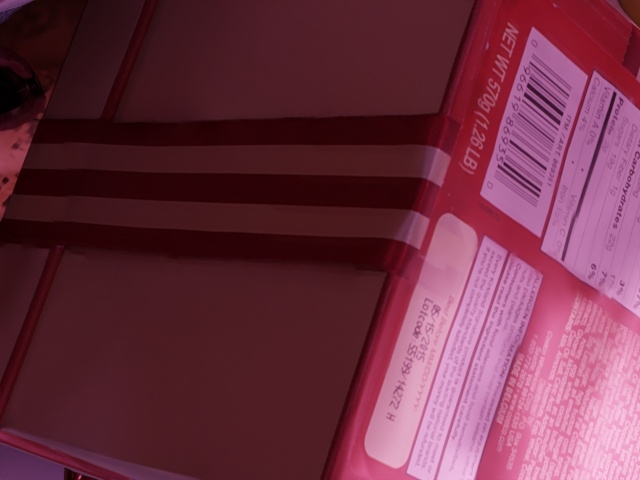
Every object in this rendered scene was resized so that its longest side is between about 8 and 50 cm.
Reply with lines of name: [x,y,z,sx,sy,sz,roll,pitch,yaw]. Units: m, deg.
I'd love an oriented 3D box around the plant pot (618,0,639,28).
plant pot: [0.243,-0.133,0.859,0.134,0.095,0.134,-18,148,-12]

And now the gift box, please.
gift box: [0.000,0.000,0.657,0.258,0.255,0.276,5,157,45]

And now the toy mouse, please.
toy mouse: [-0.186,-0.070,0.719,0.161,0.031,0.143,-14,148,-18]

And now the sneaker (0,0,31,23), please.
sneaker: [-0.185,-0.110,0.601,0.299,0.121,0.112,-26,178,1]

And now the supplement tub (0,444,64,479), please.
supplement tub: [-0.227,0.151,0.821,0.331,0.241,0.241,-9,146,-23]
